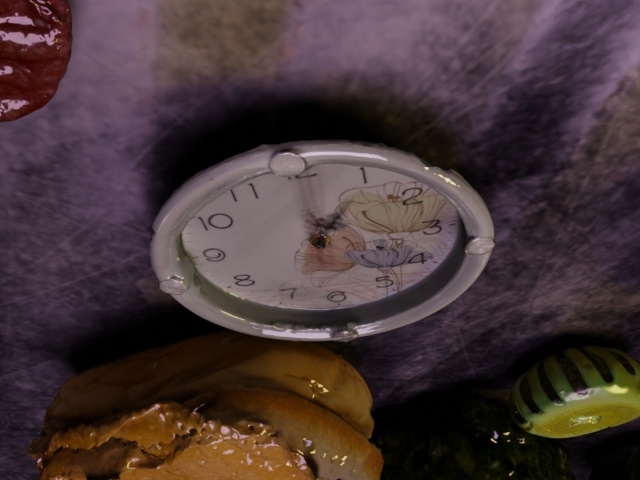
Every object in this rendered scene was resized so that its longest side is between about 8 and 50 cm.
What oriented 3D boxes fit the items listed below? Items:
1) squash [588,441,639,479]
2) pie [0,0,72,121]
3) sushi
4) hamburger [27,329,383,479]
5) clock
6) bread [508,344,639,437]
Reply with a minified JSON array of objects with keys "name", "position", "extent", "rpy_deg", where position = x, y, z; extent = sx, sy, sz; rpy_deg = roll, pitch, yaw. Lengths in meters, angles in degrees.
[{"name":"squash","position":[0.483,0.377,0.923],"extent":[0.218,0.172,0.218],"rpy_deg":[-4,144,-3]},{"name":"pie","position":[-0.192,-0.114,0.308],"extent":[0.154,0.038,0.153],"rpy_deg":[-4,140,-3]},{"name":"sushi","position":[0.171,0.344,0.841],"extent":[0.294,0.178,0.352],"rpy_deg":[-21,144,24]},{"name":"hamburger","position":[-0.093,0.189,0.620],"extent":[0.319,0.158,0.318],"rpy_deg":[-3,143,-2]},{"name":"clock","position":[0.000,0.000,0.467],"extent":[0.237,0.053,0.236],"rpy_deg":[-1,143,-1]},{"name":"bread","position":[0.270,0.158,0.692],"extent":[0.130,0.071,0.139],"rpy_deg":[20,135,-34]}]
